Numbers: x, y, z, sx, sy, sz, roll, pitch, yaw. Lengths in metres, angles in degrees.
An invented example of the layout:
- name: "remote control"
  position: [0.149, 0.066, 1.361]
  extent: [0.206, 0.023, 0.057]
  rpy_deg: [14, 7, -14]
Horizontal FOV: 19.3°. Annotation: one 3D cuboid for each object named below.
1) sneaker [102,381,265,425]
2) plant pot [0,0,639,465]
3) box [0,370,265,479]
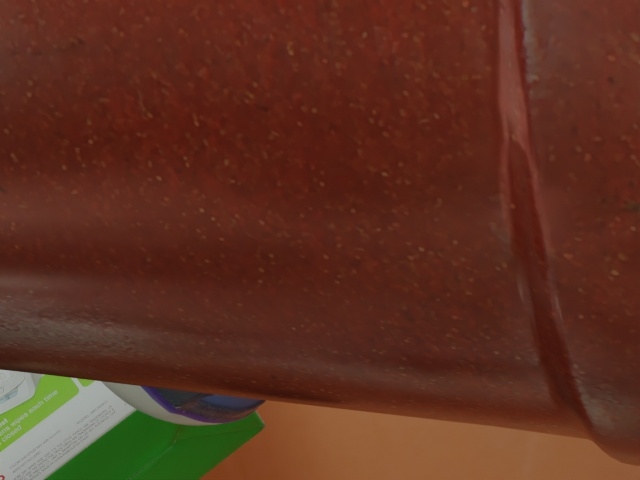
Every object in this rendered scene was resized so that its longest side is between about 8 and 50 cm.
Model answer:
- name: "sneaker"
  position: [0.000, -0.001, 0.892]
  extent: [0.236, 0.130, 0.323]
  rpy_deg: [5, 145, 22]
- name: "plant pot"
  position: [0.011, -0.068, 0.475]
  extent: [0.265, 0.272, 0.272]
  rpy_deg: [0, 102, 19]
- name: "box"
  position: [-0.219, 0.112, 1.346]
  extent: [0.231, 0.262, 0.127]
  rpy_deg: [46, 170, 36]
